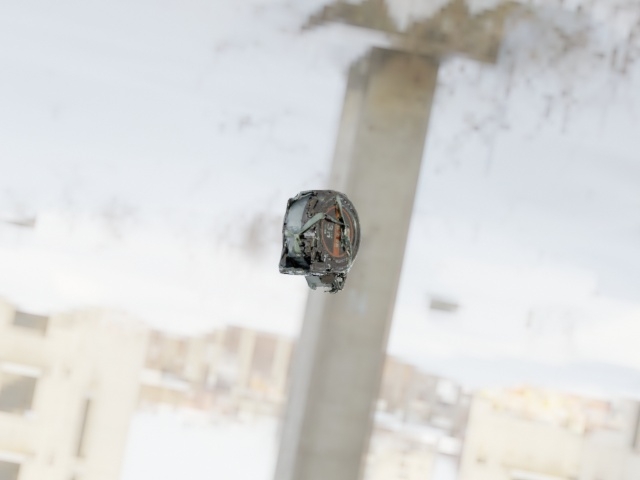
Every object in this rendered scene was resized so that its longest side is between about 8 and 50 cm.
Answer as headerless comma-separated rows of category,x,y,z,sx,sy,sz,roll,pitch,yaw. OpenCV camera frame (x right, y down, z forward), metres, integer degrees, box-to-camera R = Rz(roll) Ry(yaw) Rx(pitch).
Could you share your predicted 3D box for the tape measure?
tape measure,0.001,-0.002,1.917,0.054,0.094,0.091,-2,160,36
